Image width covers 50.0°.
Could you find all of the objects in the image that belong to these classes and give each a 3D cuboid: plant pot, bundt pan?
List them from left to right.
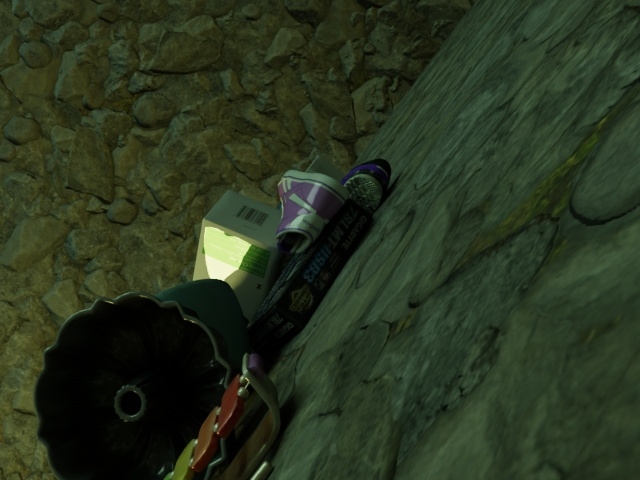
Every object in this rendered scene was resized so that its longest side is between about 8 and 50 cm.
[{"bbox_3d":[-0.265,0.243,1.059,0.331,0.331,0.124,-53,-13,4],"label":"bundt pan"},{"bbox_3d":[-0.241,0.236,1.253,0.290,0.195,0.290,-31,-22,-14],"label":"plant pot"}]

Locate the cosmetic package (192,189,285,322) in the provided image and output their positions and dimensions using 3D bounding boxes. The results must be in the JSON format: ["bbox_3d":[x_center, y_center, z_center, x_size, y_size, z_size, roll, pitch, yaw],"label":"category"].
[{"bbox_3d":[-0.202,0.082,1.714,0.155,0.197,0.365,-61,-11,-53],"label":"cosmetic package"}]

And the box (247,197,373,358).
[{"bbox_3d":[-0.041,0.087,1.398,0.295,0.073,0.293,-56,5,-32],"label":"box"}]

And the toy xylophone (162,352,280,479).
[{"bbox_3d":[-0.144,0.288,0.821,0.322,0.081,0.236,-54,5,-10],"label":"toy xylophone"}]

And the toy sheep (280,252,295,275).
[{"bbox_3d":[-0.051,0.062,1.634,0.132,0.091,0.091,-60,7,-31],"label":"toy sheep"}]

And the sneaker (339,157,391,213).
[{"bbox_3d":[0.062,-0.083,1.520,0.293,0.102,0.146,-38,14,46],"label":"sneaker"}]

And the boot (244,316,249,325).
[{"bbox_3d":[-0.273,0.319,1.567,0.284,0.138,0.377,-63,0,-25],"label":"boot"}]

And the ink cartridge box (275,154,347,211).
[{"bbox_3d":[-0.022,-0.069,1.787,0.171,0.168,0.232,-48,6,44],"label":"ink cartridge box"}]

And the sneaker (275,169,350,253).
[{"bbox_3d":[-0.056,-0.054,1.390,0.161,0.102,0.282,-58,16,-7],"label":"sneaker"}]
